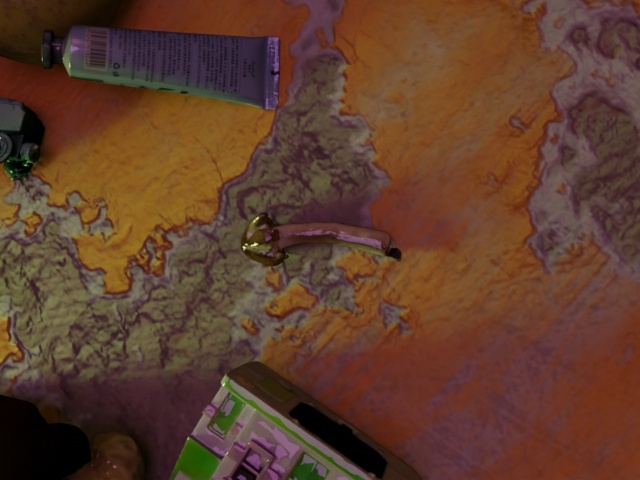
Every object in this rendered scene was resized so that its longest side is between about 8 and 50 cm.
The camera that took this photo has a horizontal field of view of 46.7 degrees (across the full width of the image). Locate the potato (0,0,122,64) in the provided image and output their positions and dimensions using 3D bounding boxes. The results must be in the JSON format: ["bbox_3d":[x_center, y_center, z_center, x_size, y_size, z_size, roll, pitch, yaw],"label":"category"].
[{"bbox_3d":[-0.331,-0.322,0.877,0.148,0.197,0.229,33,109,53],"label":"potato"}]

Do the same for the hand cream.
[{"bbox_3d":[-0.181,-0.208,0.868,0.271,0.058,0.091,2,84,-15],"label":"hand cream"}]

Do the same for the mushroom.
[{"bbox_3d":[0.000,0.000,0.853,0.187,0.061,0.060,1,81,6],"label":"mushroom"}]

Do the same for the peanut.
[{"bbox_3d":[-0.274,0.329,0.850,0.103,0.098,0.230,24,87,-34],"label":"peanut"}]

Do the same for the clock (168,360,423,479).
[{"bbox_3d":[-0.071,0.326,0.786,0.235,0.166,0.310,33,93,10],"label":"clock"}]

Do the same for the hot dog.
[{"bbox_3d":[-0.395,0.273,0.830,0.326,0.194,0.107,10,124,42],"label":"hot dog"}]

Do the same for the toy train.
[{"bbox_3d":[-0.427,-0.135,0.928,0.171,0.070,0.100,7,77,9],"label":"toy train"}]
